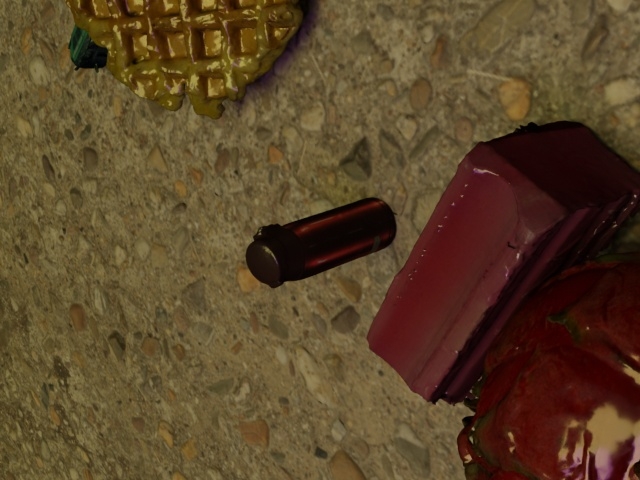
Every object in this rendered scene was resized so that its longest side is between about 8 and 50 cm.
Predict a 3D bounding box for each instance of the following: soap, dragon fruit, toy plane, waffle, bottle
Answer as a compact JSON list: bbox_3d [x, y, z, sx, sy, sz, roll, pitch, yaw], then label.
[{"bbox_3d":[0.139,0.034,0.683,0.099,0.162,0.250,44,129,25],"label":"soap"},{"bbox_3d":[0.220,0.135,0.583,0.299,0.244,0.244,-40,76,36],"label":"dragon fruit"},{"bbox_3d":[-0.271,-0.288,1.046,0.235,0.060,0.096,-47,57,46],"label":"toy plane"},{"bbox_3d":[-0.145,-0.295,0.876,0.302,0.068,0.325,47,121,8],"label":"waffle"},{"bbox_3d":[0.000,0.000,0.802,0.060,0.164,0.060,17,115,40],"label":"bottle"}]
